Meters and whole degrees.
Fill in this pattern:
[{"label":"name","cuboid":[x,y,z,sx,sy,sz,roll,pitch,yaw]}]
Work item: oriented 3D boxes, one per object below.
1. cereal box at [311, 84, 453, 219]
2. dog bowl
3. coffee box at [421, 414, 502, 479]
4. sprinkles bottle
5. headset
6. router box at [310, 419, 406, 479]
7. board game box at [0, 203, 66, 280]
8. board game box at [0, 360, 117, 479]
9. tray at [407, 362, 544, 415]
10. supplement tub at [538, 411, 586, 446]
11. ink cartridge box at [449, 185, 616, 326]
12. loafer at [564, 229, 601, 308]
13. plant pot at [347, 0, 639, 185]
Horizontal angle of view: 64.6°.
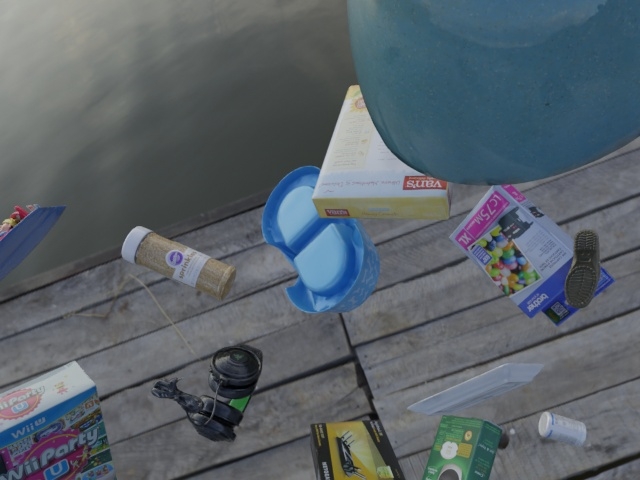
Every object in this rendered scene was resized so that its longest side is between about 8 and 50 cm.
[{"label":"cereal box","cuboid":[0.100,-0.132,0.696,0.173,0.047,0.240,2,53,22]},{"label":"dog bowl","cuboid":[0.000,0.000,0.878,0.166,0.074,0.297,-44,48,19]},{"label":"coffee box","cuboid":[0.201,0.360,0.762,0.041,0.113,0.184,31,66,-11]},{"label":"sprinkles bottle","cuboid":[-0.455,0.073,1.639,0.356,0.121,0.121,23,63,4]},{"label":"headset","cuboid":[-0.264,0.377,1.271,0.185,0.394,0.243,20,85,10]},{"label":"router box","cuboid":[0.104,0.679,1.559,0.243,0.080,0.309,-1,14,-8]},{"label":"board game box","cuboid":[-0.360,0.002,0.572,0.133,0.033,0.169,-50,12,-4]},{"label":"board game box","cuboid":[-0.493,0.394,0.879,0.224,0.303,0.098,-23,35,-40]},{"label":"tray","cuboid":[0.324,0.319,1.059,0.270,0.145,0.030,-41,52,38]},{"label":"supplement tub","cuboid":[0.683,0.534,1.432,0.107,0.071,0.071,16,61,7]},{"label":"ink cartridge box","cuboid":[0.454,0.036,1.118,0.065,0.185,0.311,-25,64,-44]},{"label":"loafer","cuboid":[0.492,0.055,0.936,0.056,0.050,0.147,10,83,43]},{"label":"plant pot","cuboid":[0.137,-0.217,0.395,0.291,0.195,0.290,-16,54,24]}]
